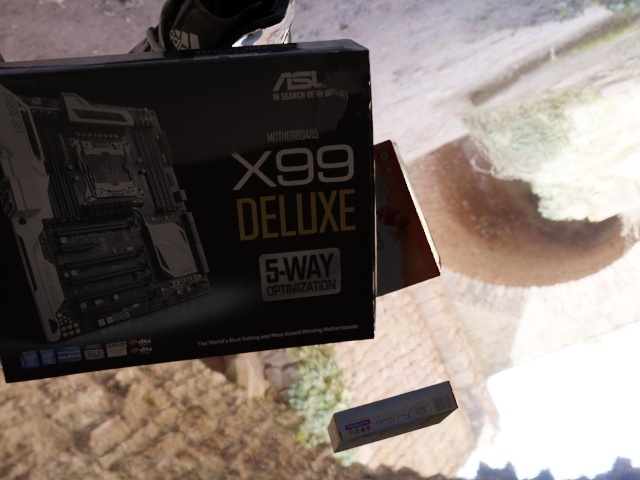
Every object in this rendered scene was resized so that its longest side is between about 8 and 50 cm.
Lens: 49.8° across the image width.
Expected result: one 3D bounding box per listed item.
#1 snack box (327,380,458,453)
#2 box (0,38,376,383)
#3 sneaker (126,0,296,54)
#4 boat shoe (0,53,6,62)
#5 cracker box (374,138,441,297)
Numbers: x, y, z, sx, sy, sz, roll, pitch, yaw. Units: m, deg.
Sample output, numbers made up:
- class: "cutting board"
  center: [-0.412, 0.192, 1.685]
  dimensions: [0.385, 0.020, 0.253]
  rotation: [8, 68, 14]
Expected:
- class: "snack box"
  center: [0.082, 0.210, 0.814]
  dimensions: [0.141, 0.037, 0.100]
  rotation: [-13, 156, -10]
- class: "box"
  center: [-0.112, -0.025, 0.552]
  dimensions: [0.307, 0.243, 0.076]
  rotation: [-5, -157, -7]
- class: "sneaker"
  center: [-0.187, -0.162, 0.720]
  dimensions: [0.447, 0.169, 0.257]
  rotation: [-49, -178, -15]
- class: "boat shoe"
  center: [-0.401, -0.223, 0.718]
  dimensions: [0.070, 0.219, 0.077]
  rotation: [-40, -160, -19]
- class: "cracker box"
  center: [0.000, 0.000, 0.769]
  dimensions: [0.232, 0.156, 0.067]
  rotation: [-21, -175, 14]
